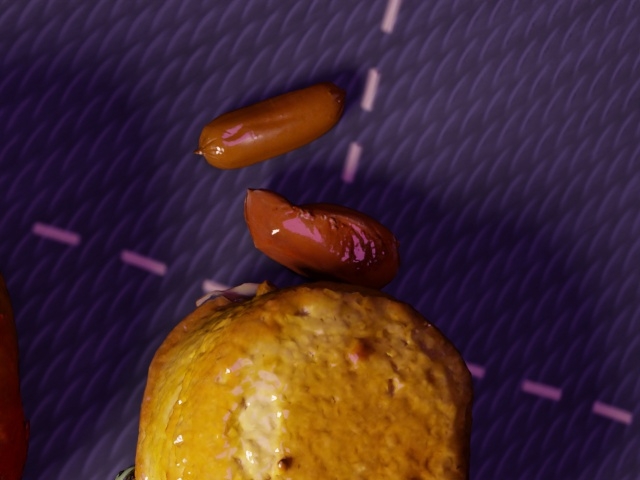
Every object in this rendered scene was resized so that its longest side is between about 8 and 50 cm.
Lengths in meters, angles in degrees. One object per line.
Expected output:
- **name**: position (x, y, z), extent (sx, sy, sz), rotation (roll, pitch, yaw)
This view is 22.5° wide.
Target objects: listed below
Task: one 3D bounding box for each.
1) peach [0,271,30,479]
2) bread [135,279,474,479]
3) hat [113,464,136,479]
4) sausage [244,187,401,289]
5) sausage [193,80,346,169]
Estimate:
- **peach**: position (-0.431, 0.156, 1.400), extent (0.353, 0.339, 0.416), rotation (14, 81, -8)
- **bread**: position (0.002, 0.200, 1.548), extent (0.337, 0.204, 0.358), rotation (13, 65, -27)
- **hat**: position (-0.178, 0.260, 1.590), extent (0.076, 0.059, 0.077), rotation (33, 80, -23)
- **sausage**: position (0.000, 0.000, 1.662), extent (0.179, 0.089, 0.089), rotation (22, 76, -10)
- **sausage**: position (-0.048, -0.119, 1.687), extent (0.183, 0.054, 0.062), rotation (-19, 118, -18)
